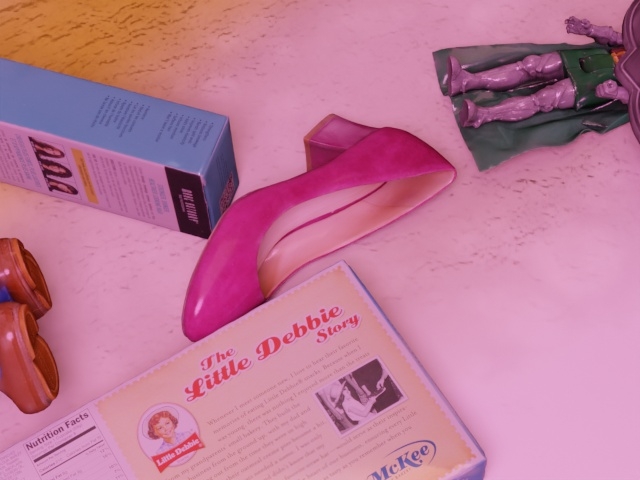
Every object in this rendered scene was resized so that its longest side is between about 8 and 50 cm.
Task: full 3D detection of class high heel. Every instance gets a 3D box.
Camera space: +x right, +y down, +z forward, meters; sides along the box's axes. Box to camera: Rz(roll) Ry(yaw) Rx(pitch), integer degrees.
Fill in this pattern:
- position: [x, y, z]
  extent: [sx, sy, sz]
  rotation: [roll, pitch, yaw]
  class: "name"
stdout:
- position: [0.000, 0.000, 0.964]
  extent: [0.117, 0.082, 0.244]
  rotation: [22, 51, 25]
  class: "high heel"

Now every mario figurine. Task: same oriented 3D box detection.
- position: [-0.344, 0.108, 0.899]
  extent: [0.320, 0.198, 0.170]
  rotation: [-15, 101, -1]
  class: "mario figurine"

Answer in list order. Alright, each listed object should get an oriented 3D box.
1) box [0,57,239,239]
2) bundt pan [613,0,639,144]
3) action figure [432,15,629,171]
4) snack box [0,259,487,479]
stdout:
- position: [-0.191, -0.078, 1.002]
  extent: [0.244, 0.100, 0.060]
  rotation: [15, 62, 10]
  class: "box"
- position: [0.404, -0.144, 0.973]
  extent: [0.331, 0.124, 0.331]
  rotation: [4, 58, -7]
  class: "bundt pan"
- position: [0.223, -0.136, 1.045]
  extent: [0.232, 0.063, 0.137]
  rotation: [-11, 58, -8]
  class: "action figure"
- position: [-0.068, 0.168, 0.884]
  extent: [0.322, 0.060, 0.187]
  rotation: [-29, 64, -13]
  class: "snack box"
